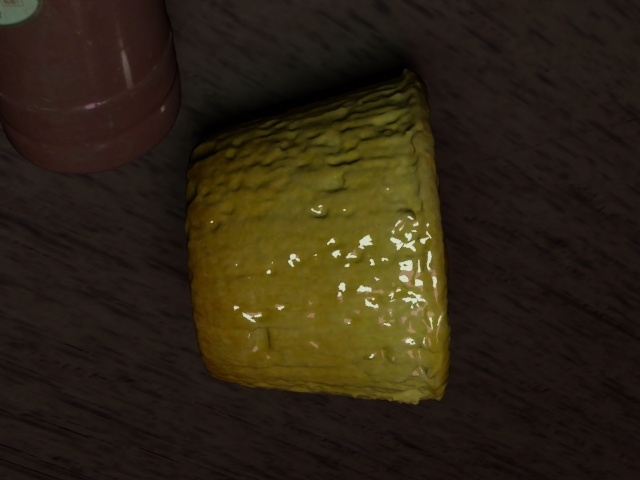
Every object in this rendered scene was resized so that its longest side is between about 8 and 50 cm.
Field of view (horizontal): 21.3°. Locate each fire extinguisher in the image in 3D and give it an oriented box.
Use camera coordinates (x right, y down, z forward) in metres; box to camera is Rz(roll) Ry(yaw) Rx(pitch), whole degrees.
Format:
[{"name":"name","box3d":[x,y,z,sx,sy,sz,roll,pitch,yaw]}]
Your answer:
[{"name":"fire extinguisher","box3d":[-0.154,-0.178,0.798,0.138,0.102,0.344,-13,139,-4]}]

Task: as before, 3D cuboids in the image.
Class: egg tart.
[{"name":"egg tart","box3d":[0.000,0.000,1.007,0.147,0.202,0.202,-3,139,3]}]
